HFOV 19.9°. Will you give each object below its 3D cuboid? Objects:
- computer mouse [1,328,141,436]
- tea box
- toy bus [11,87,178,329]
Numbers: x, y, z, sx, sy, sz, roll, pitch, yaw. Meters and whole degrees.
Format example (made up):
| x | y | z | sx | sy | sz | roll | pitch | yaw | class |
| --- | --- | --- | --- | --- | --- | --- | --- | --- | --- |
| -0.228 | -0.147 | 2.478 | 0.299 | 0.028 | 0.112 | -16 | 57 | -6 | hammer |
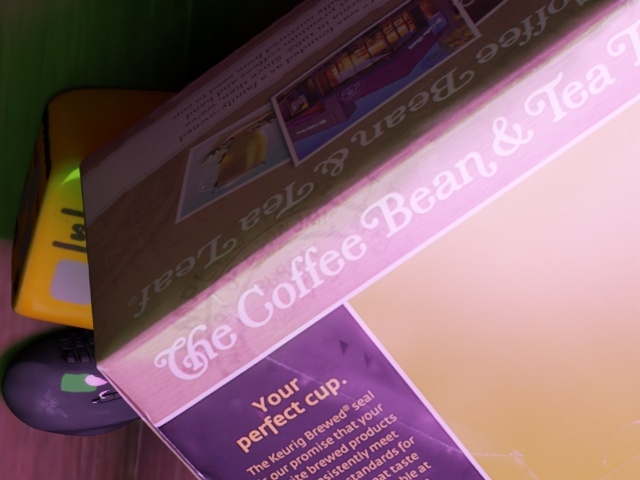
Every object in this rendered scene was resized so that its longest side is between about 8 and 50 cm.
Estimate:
| x | y | z | sx | sy | sz | roll | pitch | yaw | class |
| --- | --- | --- | --- | --- | --- | --- | --- | --- | --- |
| -0.072 | 0.081 | 1.114 | 0.242 | 0.041 | 0.071 | -8 | 116 | -7 | computer mouse |
| 0.108 | 0.024 | 0.893 | 0.329 | 0.220 | 0.323 | -34 | 118 | 8 | tea box |
| 0.000 | 0.000 | 1.048 | 0.333 | 0.108 | 0.130 | 11 | 114 | -15 | toy bus |
